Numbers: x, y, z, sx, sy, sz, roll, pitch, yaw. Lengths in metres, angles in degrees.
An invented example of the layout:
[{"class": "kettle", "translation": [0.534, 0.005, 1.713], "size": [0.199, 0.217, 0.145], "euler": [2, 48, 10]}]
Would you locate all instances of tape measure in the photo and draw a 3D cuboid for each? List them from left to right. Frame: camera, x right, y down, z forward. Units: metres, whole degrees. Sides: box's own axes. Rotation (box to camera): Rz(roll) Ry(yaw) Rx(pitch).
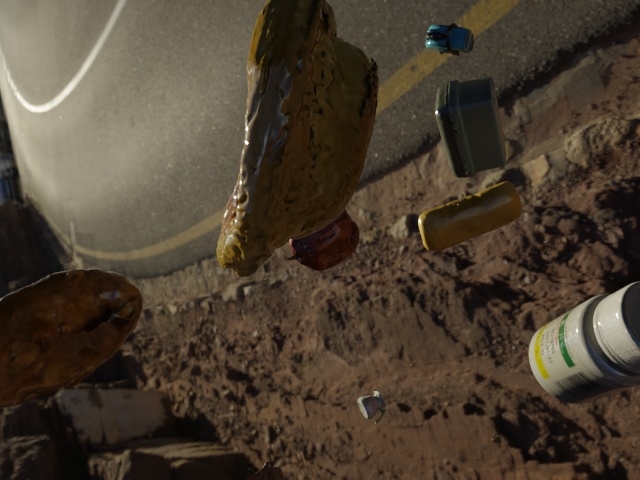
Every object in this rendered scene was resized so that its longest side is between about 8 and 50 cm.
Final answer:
[{"class": "tape measure", "translation": [0.356, -0.555, 1.491], "size": [0.125, 0.146, 0.080], "euler": [16, 104, 22]}]

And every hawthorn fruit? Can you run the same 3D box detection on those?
[{"class": "hawthorn fruit", "translation": [0.013, -0.008, 1.381], "size": [0.173, 0.174, 0.179], "euler": [-24, 39, 59]}]

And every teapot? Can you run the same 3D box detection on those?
[{"class": "teapot", "translation": [0.147, 0.459, 1.489], "size": [0.083, 0.064, 0.064], "euler": [55, 160, 30]}]

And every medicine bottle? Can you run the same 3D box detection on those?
[{"class": "medicine bottle", "translation": [0.646, 0.233, 1.217], "size": [0.339, 0.208, 0.208], "euler": [111, 139, -60]}]

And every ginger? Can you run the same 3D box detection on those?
[{"class": "ginger", "translation": [-0.417, 0.150, 0.796], "size": [0.173, 0.321, 0.165], "euler": [-10, 108, 36]}]

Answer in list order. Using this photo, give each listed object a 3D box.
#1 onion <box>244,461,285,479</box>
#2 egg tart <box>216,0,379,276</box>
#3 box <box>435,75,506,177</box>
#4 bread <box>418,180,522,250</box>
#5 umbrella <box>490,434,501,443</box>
[{"class": "onion", "translation": [-0.134, 0.404, 0.600], "size": [0.146, 0.314, 0.280], "euler": [46, 152, 27]}, {"class": "egg tart", "translation": [-0.029, -0.155, 0.795], "size": [0.443, 0.178, 0.442], "euler": [-167, 90, -84]}, {"class": "box", "translation": [0.348, -0.259, 1.240], "size": [0.129, 0.147, 0.210], "euler": [-8, 131, 23]}, {"class": "bread", "translation": [0.432, -0.063, 1.548], "size": [0.091, 0.305, 0.142], "euler": [-110, -3, -45]}, {"class": "umbrella", "translation": [0.492, 0.559, 1.516], "size": [0.031, 0.083, 0.020], "euler": [32, 95, 26]}]
